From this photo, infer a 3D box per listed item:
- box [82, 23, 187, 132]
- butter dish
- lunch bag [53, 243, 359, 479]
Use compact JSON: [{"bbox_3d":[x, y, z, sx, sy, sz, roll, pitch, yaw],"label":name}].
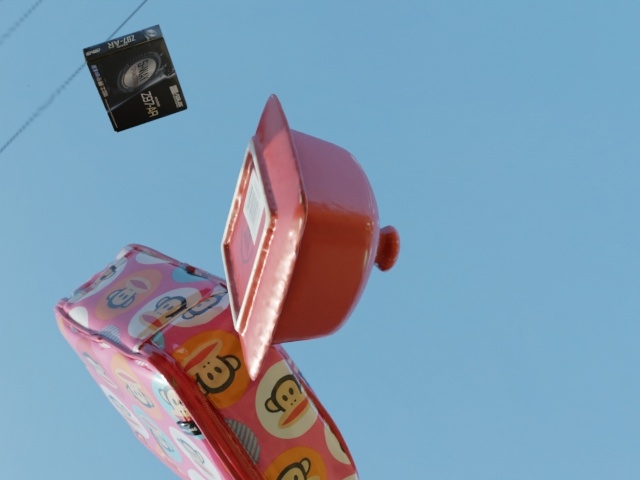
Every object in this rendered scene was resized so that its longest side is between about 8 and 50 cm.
[{"bbox_3d":[-0.153,-0.134,1.038,0.067,0.018,0.083,-18,-41,-4],"label":"box"},{"bbox_3d":[0.000,0.000,0.900,0.118,0.160,0.159,6,-55,-16],"label":"butter dish"},{"bbox_3d":[-0.094,0.144,1.094,0.120,0.293,0.258,-40,-63,-18],"label":"lunch bag"}]
